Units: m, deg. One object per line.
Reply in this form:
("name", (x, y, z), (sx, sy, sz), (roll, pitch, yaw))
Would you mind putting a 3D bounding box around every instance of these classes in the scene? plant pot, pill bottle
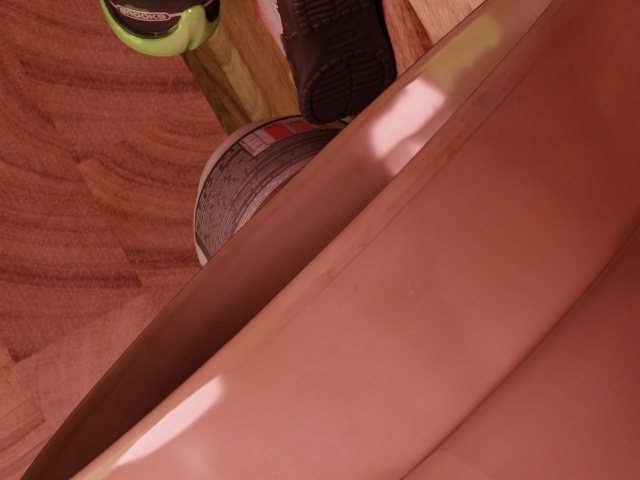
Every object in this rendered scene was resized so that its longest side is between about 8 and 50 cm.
("plant pot", (0.086, 0.085, 0.497), (0.280, 0.323, 0.323), (45, 176, -5))
("pill bottle", (0.000, 0.000, 1.096), (0.210, 0.210, 0.363), (63, 174, -20))

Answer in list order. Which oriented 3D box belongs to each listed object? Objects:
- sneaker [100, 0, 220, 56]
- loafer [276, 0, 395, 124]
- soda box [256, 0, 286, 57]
("sneaker", (-0.241, -0.449, 1.410), (0.482, 0.185, 0.202), (57, 156, 5))
("loafer", (0.008, -0.168, 0.941), (0.220, 0.080, 0.078), (84, 166, -63))
("soda box", (-0.024, -0.218, 0.995), (0.063, 0.058, 0.183), (58, 174, 24))
